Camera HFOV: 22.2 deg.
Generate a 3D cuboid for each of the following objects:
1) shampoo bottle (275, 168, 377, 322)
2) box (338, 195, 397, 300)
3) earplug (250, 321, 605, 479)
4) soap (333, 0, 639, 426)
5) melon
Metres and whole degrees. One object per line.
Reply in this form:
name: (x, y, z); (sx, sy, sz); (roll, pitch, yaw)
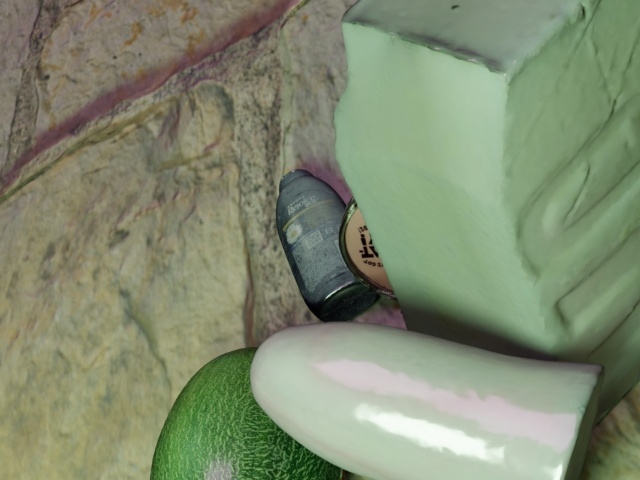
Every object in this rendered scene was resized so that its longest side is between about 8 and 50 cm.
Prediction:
shampoo bottle: (0.000, 0.000, 1.824); (0.087, 0.049, 0.233); (-31, 38, 5)
box: (0.104, -0.033, 1.715); (0.151, 0.151, 0.135); (-13, 35, 24)
earplug: (0.080, 0.151, 1.427); (0.301, 0.172, 0.172); (15, 56, 15)
soap: (0.214, -0.094, 1.471); (0.350, 0.435, 0.213); (-42, 44, -16)
melon: (-0.069, 0.221, 1.528); (0.182, 0.182, 0.287); (-16, 31, 21)
